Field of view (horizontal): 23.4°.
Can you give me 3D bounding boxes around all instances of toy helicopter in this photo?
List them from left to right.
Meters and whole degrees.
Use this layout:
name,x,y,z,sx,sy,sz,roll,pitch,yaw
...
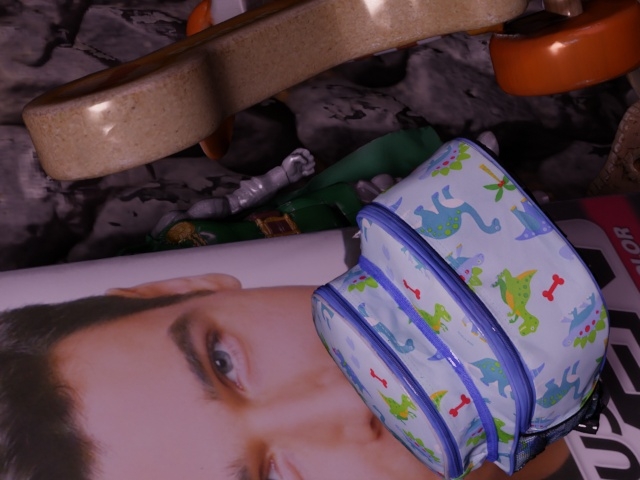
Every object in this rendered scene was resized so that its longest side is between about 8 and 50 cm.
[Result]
name,x,y,z,sx,sy,sz,roll,pitch,yaw
toy helicopter,-0.013,-0.108,0.759,0.235,0.140,0.355,0,22,42

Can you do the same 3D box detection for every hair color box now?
name,x,y,z,sx,sy,sz,roll,pitch,yaw
hair color box,0.029,0.097,0.638,0.374,0.113,0.185,-8,53,-22

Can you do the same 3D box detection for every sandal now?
name,x,y,z,sx,sy,sz,roll,pitch,yaw
sandal,0.178,-0.046,0.847,0.079,0.088,0.240,-25,61,6

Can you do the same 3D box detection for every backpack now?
name,x,y,z,sx,sy,sz,roll,pitch,yaw
backpack,0.050,0.029,0.549,0.084,0.114,0.105,-35,68,-15

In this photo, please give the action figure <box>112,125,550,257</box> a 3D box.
name,x,y,z,sx,sy,sz,roll,pitch,yaw
action figure,0.000,0.000,0.747,0.232,0.063,0.137,-15,48,-30
